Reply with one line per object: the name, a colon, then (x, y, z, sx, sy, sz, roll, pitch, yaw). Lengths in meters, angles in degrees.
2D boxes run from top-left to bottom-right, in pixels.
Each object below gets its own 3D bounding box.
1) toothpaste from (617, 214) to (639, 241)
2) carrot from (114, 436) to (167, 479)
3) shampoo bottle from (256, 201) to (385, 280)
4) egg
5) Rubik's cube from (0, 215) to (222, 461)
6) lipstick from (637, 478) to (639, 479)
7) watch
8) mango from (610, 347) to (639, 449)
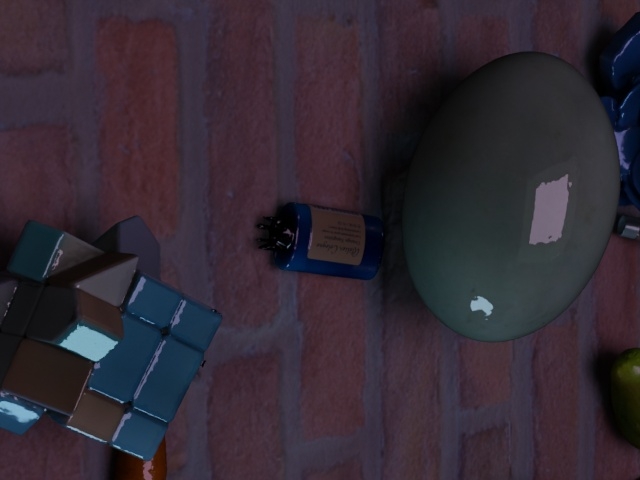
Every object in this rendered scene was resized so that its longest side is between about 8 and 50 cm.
toothpaste: (0.564, -0.002, 2.129, 0.205, 0.036, 0.056, 12, 68, -9)
carrot: (-0.204, 0.197, 1.595, 0.061, 0.061, 0.256, 5, 89, -38)
shampoo bottle: (0.000, 0.000, 1.739, 0.183, 0.050, 0.087, 8, 92, -38)
egg: (0.248, -0.058, 1.785, 0.276, 0.276, 0.389, 19, 80, -37)
Rubik's cube: (-0.249, 0.090, 1.450, 0.213, 0.224, 0.265, 31, 81, -34)
lipstick: (0.513, 0.410, 2.177, 0.145, 0.045, 0.045, -23, 110, -35)
watch: (0.542, -0.182, 2.005, 0.241, 0.274, 0.305, -16, 108, -36)
mango: (0.513, 0.255, 2.124, 0.233, 0.111, 0.125, 45, 61, -33)
